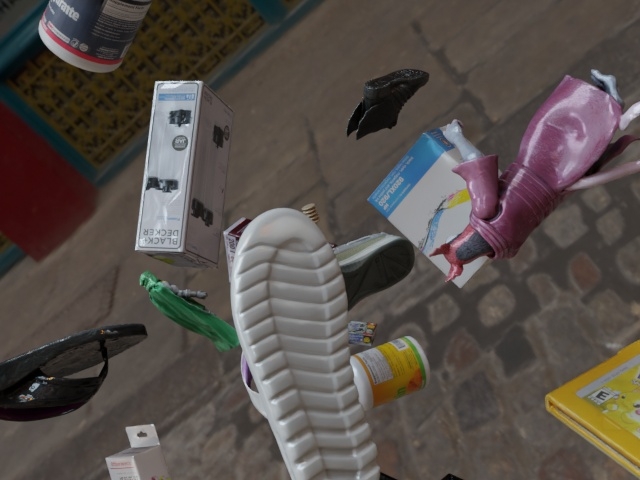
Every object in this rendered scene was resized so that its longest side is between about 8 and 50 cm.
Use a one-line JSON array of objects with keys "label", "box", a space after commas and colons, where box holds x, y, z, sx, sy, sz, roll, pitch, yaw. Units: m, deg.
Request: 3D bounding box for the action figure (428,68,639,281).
[{"label": "action figure", "box": [0.322, -0.065, 1.419, 0.370, 0.248, 0.275, -47, 44, -7]}]

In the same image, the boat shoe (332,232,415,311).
[{"label": "boat shoe", "box": [0.025, 0.070, 1.780, 0.320, 0.118, 0.103, -26, 27, -20]}]

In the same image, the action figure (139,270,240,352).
[{"label": "action figure", "box": [-0.262, 0.136, 1.877, 0.137, 0.232, 0.063, -37, 20, 55]}]

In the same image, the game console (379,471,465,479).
[{"label": "game console", "box": [0.179, 0.552, 2.047, 0.213, 0.361, 0.044, -50, 21, 34]}]

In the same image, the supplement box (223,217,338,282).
[{"label": "supplement box", "box": [-0.078, 0.049, 1.925, 0.239, 0.130, 0.073, 15, 36, 28]}]

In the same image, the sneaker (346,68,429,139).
[{"label": "sneaker", "box": [0.115, -0.230, 1.582, 0.170, 0.089, 0.051, -22, 36, -37]}]

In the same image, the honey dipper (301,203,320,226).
[{"label": "honey dipper", "box": [0.000, 0.000, 1.989, 0.030, 0.161, 0.030, -18, 18, 6]}]

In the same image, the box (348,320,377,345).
[{"label": "box", "box": [0.079, 0.211, 2.160, 0.137, 0.093, 0.027, -39, -45, -80]}]

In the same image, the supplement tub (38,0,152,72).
[{"label": "supplement tub", "box": [-0.461, -0.513, 1.992, 0.272, 0.191, 0.191, -55, 17, 27]}]

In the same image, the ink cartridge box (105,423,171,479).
[{"label": "ink cartridge box", "box": [-0.317, 0.422, 1.662, 0.061, 0.181, 0.104, -15, -2, -44]}]

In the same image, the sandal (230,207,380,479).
[{"label": "sandal", "box": [-0.040, 0.164, 1.260, 0.102, 0.169, 0.417, -29, 70, 56]}]

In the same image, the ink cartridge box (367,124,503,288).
[{"label": "ink cartridge box", "box": [0.241, -0.063, 1.679, 0.168, 0.232, 0.171, -50, -11, 23]}]

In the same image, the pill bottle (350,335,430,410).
[{"label": "pill bottle", "box": [0.132, 0.334, 2.296, 0.245, 0.136, 0.136, -18, 17, -19]}]

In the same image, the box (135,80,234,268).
[{"label": "box", "box": [-0.225, -0.106, 1.593, 0.087, 0.169, 0.290, 2, 81, 15]}]

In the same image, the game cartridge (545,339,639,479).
[{"label": "game cartridge", "box": [0.631, 0.295, 1.736, 0.323, 0.053, 0.285, -26, 34, -21]}]

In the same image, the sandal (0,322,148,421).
[{"label": "sandal", "box": [-0.483, 0.251, 1.529, 0.445, 0.107, 0.167, -20, -13, -27]}]
